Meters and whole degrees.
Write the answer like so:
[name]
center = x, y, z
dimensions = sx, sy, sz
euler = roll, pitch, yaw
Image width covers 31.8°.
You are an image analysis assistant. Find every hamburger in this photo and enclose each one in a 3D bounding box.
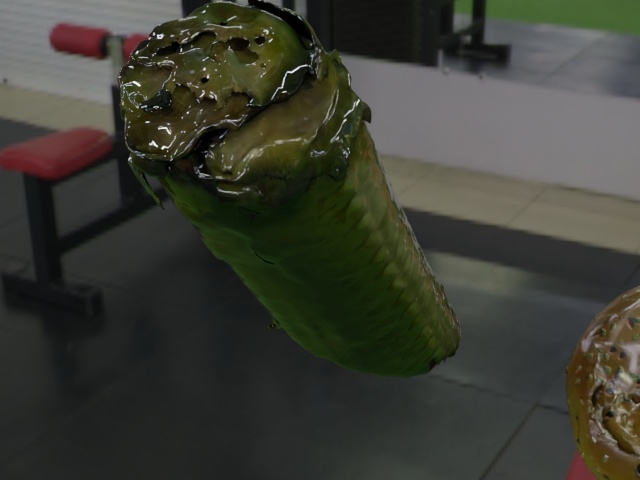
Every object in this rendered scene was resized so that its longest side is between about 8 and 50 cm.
[hamburger]
center = 0.255, 0.117, 0.740
dimensions = 0.177, 0.113, 0.185
euler = -14, 52, 17

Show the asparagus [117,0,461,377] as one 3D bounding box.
[asparagus]
center = 0.000, 0.000, 0.722
dimensions = 0.128, 0.382, 0.108
euler = -27, 58, 4
